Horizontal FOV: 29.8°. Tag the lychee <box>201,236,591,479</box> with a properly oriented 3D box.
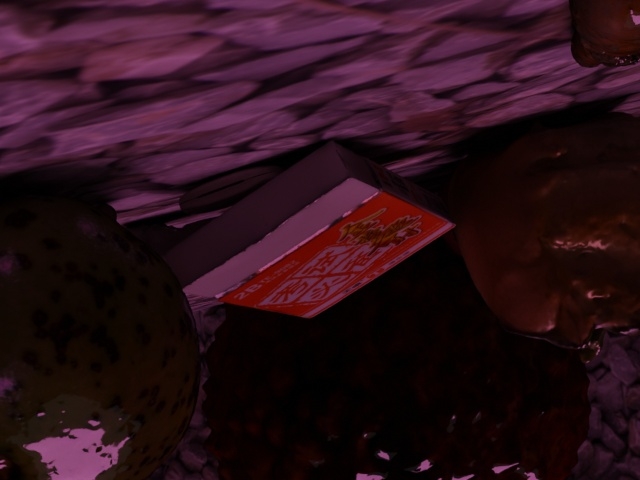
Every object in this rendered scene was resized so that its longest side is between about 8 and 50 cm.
[{"bbox_3d":[0.092,0.149,1.328,0.425,0.424,0.500,-18,-150,45],"label":"lychee"}]

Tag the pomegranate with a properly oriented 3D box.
[{"bbox_3d":[-0.173,0.056,0.774,0.214,0.214,0.248,-15,-151,17],"label":"pomegranate"}]

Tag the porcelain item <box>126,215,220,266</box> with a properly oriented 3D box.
[{"bbox_3d":[-0.057,-0.003,1.024,0.216,0.069,0.081,-14,158,5],"label":"porcelain item"}]

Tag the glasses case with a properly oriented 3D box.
[{"bbox_3d":[-0.065,-0.037,0.871,0.083,0.021,0.032,-18,172,24],"label":"glasses case"}]

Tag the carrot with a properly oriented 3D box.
[{"bbox_3d":[0.137,-0.103,0.573,0.049,0.049,0.254,-14,180,8],"label":"carrot"}]

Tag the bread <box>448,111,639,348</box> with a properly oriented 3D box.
[{"bbox_3d":[0.203,-0.037,0.991,0.174,0.133,0.251,-12,-142,-6],"label":"bread"}]

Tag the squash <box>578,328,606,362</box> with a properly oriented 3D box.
[{"bbox_3d":[0.250,0.009,1.190,0.094,0.224,0.094,-8,171,-1],"label":"squash"}]

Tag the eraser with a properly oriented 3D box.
[{"bbox_3d":[0.000,0.000,0.940,0.157,0.038,0.230,-33,160,17],"label":"eraser"}]

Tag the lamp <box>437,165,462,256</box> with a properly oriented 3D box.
[{"bbox_3d":[0.157,-0.029,1.167,0.101,0.101,0.090,-11,-171,-31],"label":"lamp"}]
